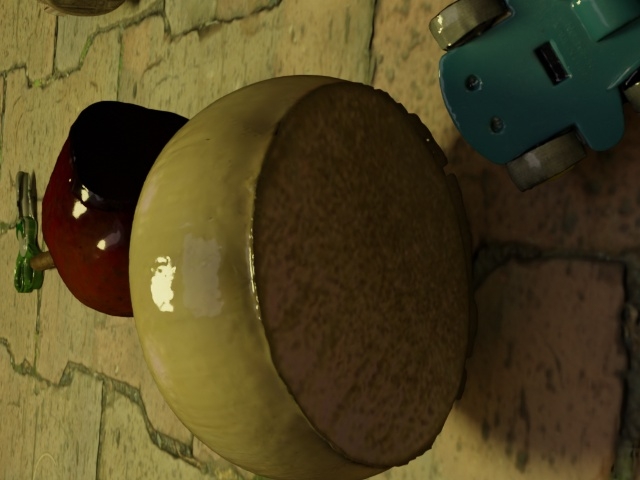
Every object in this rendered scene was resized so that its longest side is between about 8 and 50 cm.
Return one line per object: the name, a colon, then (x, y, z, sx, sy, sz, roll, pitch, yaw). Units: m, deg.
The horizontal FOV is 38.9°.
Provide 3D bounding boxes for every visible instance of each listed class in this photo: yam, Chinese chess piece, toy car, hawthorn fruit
yam: (-0.412, 0.027, 1.398, 0.145, 0.032, 0.032, -14, 76, 53)
Chinese chess piece: (0.000, 0.024, 0.605, 0.112, 0.270, 0.269, -10, 79, 36)
toy car: (0.157, -0.118, 0.566, 0.161, 0.098, 0.126, -32, 88, 19)
hawthorn fruit: (-0.188, -0.014, 0.935, 0.249, 0.215, 0.215, -46, 51, 41)

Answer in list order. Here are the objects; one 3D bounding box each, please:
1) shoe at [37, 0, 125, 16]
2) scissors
shoe: (-0.348, -0.474, 1.223, 0.198, 0.172, 0.350, 9, 93, 58)
scissors: (-0.495, -0.015, 1.522, 0.101, 0.027, 0.204, -18, 75, 50)
